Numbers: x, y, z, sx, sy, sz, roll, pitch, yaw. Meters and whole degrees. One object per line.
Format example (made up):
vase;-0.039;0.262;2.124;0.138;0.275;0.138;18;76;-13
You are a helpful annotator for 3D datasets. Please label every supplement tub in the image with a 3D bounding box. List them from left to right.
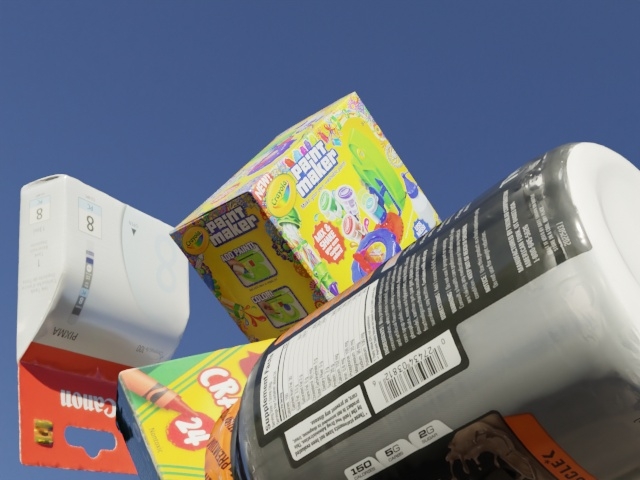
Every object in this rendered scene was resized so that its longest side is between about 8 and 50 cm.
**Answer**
supplement tub;0.090;0.106;0.619;0.207;0.207;0.338;41;-56;-18

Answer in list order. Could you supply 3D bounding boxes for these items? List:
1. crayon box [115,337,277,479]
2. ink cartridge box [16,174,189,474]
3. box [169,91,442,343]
crayon box;-0.030;0.197;0.980;0.319;0.202;0.081;-10;-49;-26
ink cartridge box;-0.301;0.133;1.362;0.091;0.385;0.308;-14;-21;21
box;0.000;0.000;1.306;0.177;0.290;0.279;-24;-73;42
